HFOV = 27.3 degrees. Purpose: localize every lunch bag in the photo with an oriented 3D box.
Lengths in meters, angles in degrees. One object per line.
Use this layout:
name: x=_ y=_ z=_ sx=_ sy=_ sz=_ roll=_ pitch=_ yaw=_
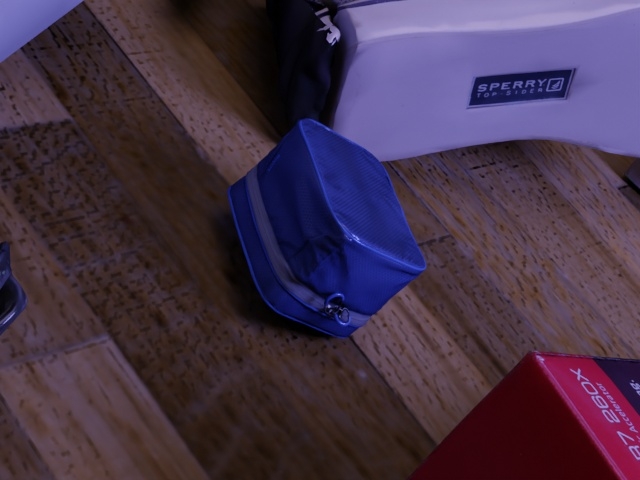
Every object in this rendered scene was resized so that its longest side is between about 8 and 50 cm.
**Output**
lunch bag: x=0.000 y=0.000 z=0.630 sx=0.067 sy=0.065 sz=0.098 roll=26 pitch=32 yaw=-39

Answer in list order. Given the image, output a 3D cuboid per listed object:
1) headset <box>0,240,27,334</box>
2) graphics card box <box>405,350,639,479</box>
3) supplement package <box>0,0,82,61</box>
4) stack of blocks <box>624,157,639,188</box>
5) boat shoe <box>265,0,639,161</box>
headset: x=-0.260 y=-0.087 z=0.386 sx=0.185 sy=0.243 sz=0.394 roll=-39 pitch=107 yaw=-28
graphics card box: x=0.230 y=0.166 z=0.552 sx=0.370 sy=0.094 sz=0.233 roll=10 pitch=37 yaw=-43
supplement package: x=-0.179 y=-0.238 z=0.545 sx=0.262 sy=0.199 sz=0.198 roll=40 pitch=51 yaw=2
stack of blocks: x=0.334 y=-0.087 z=0.975 sx=0.171 sy=0.087 sz=0.297 roll=44 pitch=37 yaw=13
boat shoe: x=0.127 y=-0.139 z=0.795 sx=0.340 sy=0.127 sz=0.158 roll=-2 pitch=44 yaw=-20
